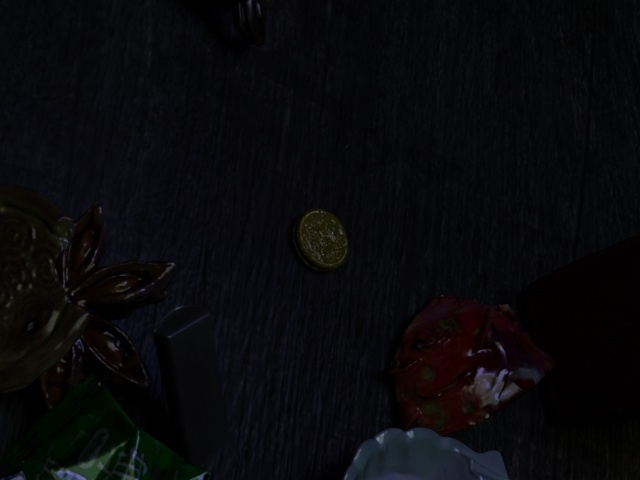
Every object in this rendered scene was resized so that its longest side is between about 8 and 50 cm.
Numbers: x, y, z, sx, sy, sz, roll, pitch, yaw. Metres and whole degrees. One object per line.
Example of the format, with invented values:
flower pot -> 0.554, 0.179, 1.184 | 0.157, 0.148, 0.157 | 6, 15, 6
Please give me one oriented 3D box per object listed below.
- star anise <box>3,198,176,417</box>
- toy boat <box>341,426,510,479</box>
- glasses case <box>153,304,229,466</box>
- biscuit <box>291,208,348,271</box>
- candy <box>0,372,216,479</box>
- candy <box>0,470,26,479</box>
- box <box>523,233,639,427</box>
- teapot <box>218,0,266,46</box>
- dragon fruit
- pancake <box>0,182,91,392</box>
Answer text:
star anise -> -0.262, 0.082, 1.590 | 0.220, 0.099, 0.214 | -37, 92, -20
toy boat -> 0.118, 0.334, 1.778 | 0.290, 0.100, 0.199 | -1, 73, -36
glasses case -> -0.147, 0.166, 1.614 | 0.072, 0.042, 0.190 | -42, 136, -45
biscuit -> 0.000, 0.000, 1.874 | 0.084, 0.023, 0.084 | 16, 61, -32
candy -> -0.229, 0.253, 1.545 | 0.203, 0.078, 0.141 | 44, 77, -20
candy -> -0.322, 0.324, 1.453 | 0.073, 0.092, 0.160 | -12, 82, -38
box -> 0.478, 0.118, 1.986 | 0.229, 0.339, 0.239 | -4, 74, -35
teapot -> -0.108, -0.393, 1.880 | 0.182, 0.173, 0.269 | -67, 145, -67
dragon fruit -> 0.196, 0.147, 1.895 | 0.274, 0.126, 0.161 | -29, 91, -41
pancake -> -0.352, 0.049, 1.523 | 0.212, 0.029, 0.235 | -18, 75, -6
